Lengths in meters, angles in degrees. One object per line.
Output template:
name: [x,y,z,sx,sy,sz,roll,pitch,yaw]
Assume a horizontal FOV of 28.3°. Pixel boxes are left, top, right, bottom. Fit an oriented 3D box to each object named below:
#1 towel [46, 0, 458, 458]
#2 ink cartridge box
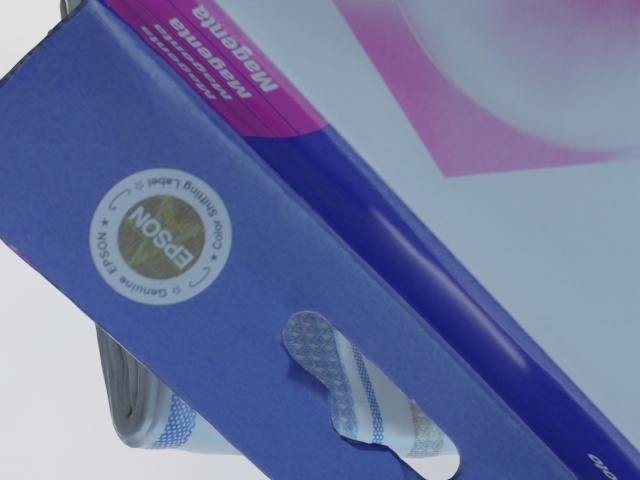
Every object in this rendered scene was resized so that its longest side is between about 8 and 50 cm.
towel: [0.000,0.000,0.599,0.034,0.209,0.285,-26,155,35]
ink cartridge box: [0.111,-0.023,0.389,0.330,0.324,0.071,-45,-159,1]
